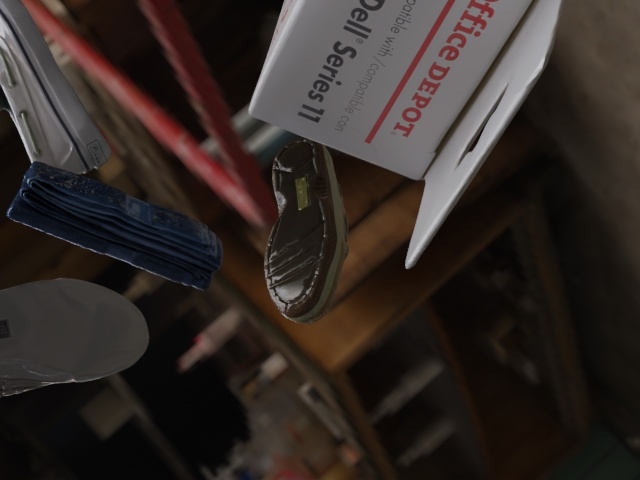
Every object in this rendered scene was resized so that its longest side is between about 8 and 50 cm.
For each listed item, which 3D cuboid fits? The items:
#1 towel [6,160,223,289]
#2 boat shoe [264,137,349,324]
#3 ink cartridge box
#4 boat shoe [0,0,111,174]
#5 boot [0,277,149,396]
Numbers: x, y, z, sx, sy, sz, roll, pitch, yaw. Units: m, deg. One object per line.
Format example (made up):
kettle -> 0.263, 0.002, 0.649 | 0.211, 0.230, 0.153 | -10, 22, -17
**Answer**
towel -> -0.112, -0.011, 0.971 | 0.119, 0.029, 0.067 | 21, -167, -9
boat shoe -> 0.000, 0.000, 1.441 | 0.072, 0.068, 0.190 | 51, -149, -40
ink cartridge box -> 0.061, -0.183, 0.990 | 0.119, 0.353, 0.207 | 21, 140, -8
boat shoe -> -0.268, -0.145, 1.522 | 0.226, 0.075, 0.083 | 55, 169, 25
boot -> -0.290, 0.097, 1.535 | 0.123, 0.258, 0.095 | -37, 57, 55
